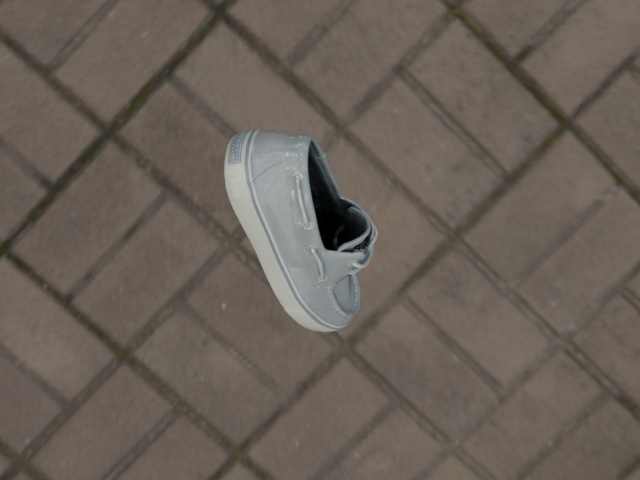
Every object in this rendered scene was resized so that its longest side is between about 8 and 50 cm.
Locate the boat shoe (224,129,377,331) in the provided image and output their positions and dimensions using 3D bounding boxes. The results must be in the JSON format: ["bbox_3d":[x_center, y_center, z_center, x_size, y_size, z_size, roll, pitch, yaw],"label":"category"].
[{"bbox_3d":[0.000,-0.001,0.998,0.081,0.079,0.227,-3,142,22],"label":"boat shoe"}]
